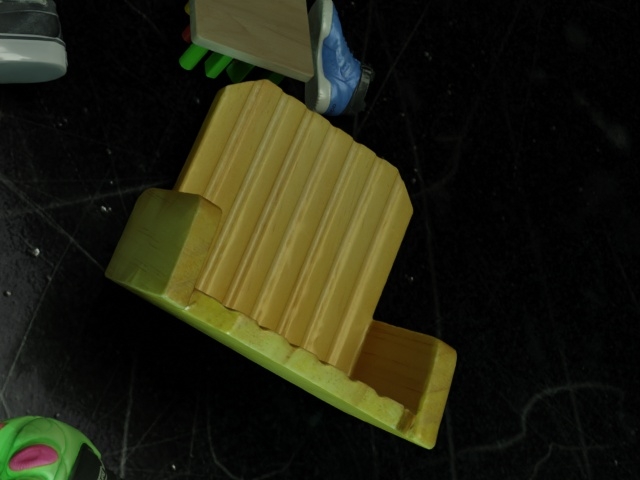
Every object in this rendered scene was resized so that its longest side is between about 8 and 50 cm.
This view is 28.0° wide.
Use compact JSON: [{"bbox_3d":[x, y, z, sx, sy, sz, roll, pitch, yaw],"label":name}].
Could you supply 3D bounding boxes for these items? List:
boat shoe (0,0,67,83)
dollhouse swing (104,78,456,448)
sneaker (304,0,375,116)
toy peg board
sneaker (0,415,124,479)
[{"bbox_3d":[-0.402,-0.221,1.302,0.301,0.108,0.102,-3,80,-34],"label":"boat shoe"},{"bbox_3d":[0.000,0.000,1.423,0.347,0.315,0.305,33,80,-22],"label":"dollhouse swing"},{"bbox_3d":[0.026,-0.231,1.636,0.085,0.058,0.152,5,78,-28],"label":"sneaker"},{"bbox_3d":[-0.102,-0.263,1.560,0.161,0.079,0.160,15,52,-31],"label":"toy peg board"},{"bbox_3d":[-0.288,0.405,1.150,0.202,0.185,0.482,36,70,-45],"label":"sneaker"}]
